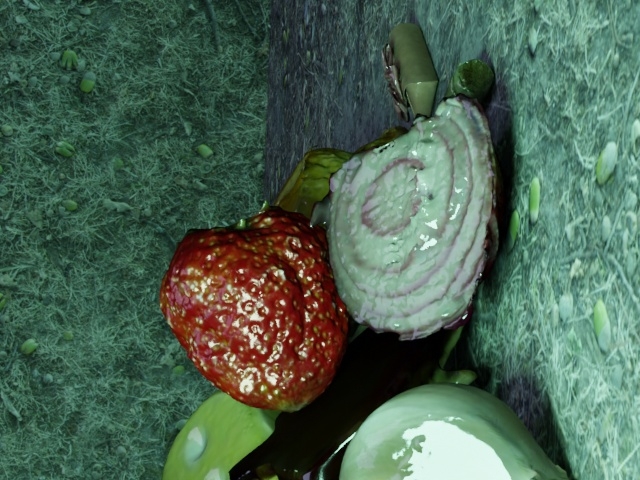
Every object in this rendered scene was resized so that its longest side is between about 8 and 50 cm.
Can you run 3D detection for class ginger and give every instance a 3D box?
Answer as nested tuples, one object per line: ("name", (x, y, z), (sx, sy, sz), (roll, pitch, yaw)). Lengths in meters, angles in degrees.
("ginger", (0.075, 0.280, 1.747), (0.413, 0.211, 0.358), (-50, 13, -33))

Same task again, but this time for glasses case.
("glasses case", (0.127, -0.252, 2.119), (0.193, 0.070, 0.102), (-99, 15, -53))

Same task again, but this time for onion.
("onion", (0.139, -0.007, 1.704), (0.314, 0.146, 0.280), (-22, 67, 44))

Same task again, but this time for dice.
("dice", (-0.077, 0.363, 2.006), (0.226, 0.238, 0.233), (-53, 36, 15))

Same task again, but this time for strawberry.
("strawberry", (-0.079, 0.105, 1.821), (0.257, 0.257, 0.276), (105, 152, -49))

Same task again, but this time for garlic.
("garlic", (0.117, 0.284, 1.407), (0.325, 0.132, 0.279), (-9, 65, 35))

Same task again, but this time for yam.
("yam", (0.187, -0.182, 1.796), (0.132, 0.054, 0.054), (110, 161, -60))

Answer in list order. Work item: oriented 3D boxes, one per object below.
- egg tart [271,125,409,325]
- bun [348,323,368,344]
("egg tart", (0.000, 0.000, 2.116), (0.443, 0.178, 0.443), (-63, 5, 10))
("bun", (0.084, 0.195, 2.006), (0.231, 0.133, 0.231), (-64, 0, 0))
